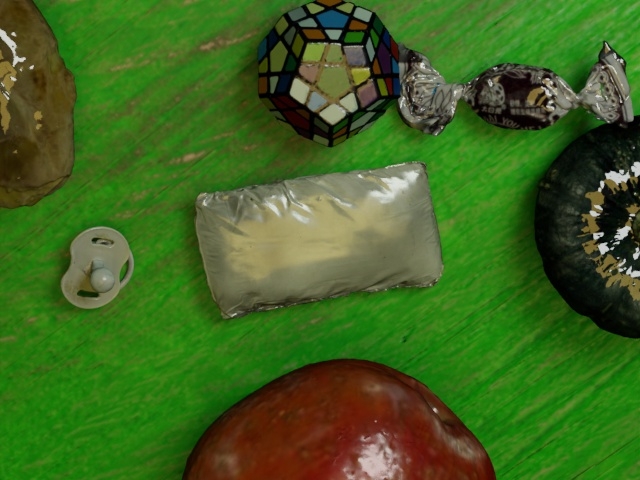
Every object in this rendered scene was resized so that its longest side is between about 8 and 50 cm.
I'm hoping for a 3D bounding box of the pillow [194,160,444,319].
[{"bbox_3d":[0.000,0.000,1.306,0.229,0.051,0.128,-8,109,-3],"label":"pillow"}]

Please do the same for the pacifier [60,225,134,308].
[{"bbox_3d":[-0.203,0.031,1.295,0.068,0.064,0.083,11,106,-25],"label":"pacifier"}]

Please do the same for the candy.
[{"bbox_3d":[0.169,-0.137,1.255,0.226,0.051,0.094,5,102,11],"label":"candy"}]

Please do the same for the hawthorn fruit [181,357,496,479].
[{"bbox_3d":[0.020,0.246,1.283,0.284,0.284,0.284,-1,106,-3],"label":"hawthorn fruit"}]

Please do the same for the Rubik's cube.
[{"bbox_3d":[0.007,-0.150,1.230,0.133,0.133,0.112,-2,133,-3],"label":"Rubik's cube"}]

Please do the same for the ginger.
[{"bbox_3d":[-0.286,-0.158,1.215,0.109,0.116,0.263,-28,105,-38],"label":"ginger"}]

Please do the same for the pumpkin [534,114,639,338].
[{"bbox_3d":[0.300,-0.015,1.267,0.211,0.152,0.212,-1,97,-8],"label":"pumpkin"}]
